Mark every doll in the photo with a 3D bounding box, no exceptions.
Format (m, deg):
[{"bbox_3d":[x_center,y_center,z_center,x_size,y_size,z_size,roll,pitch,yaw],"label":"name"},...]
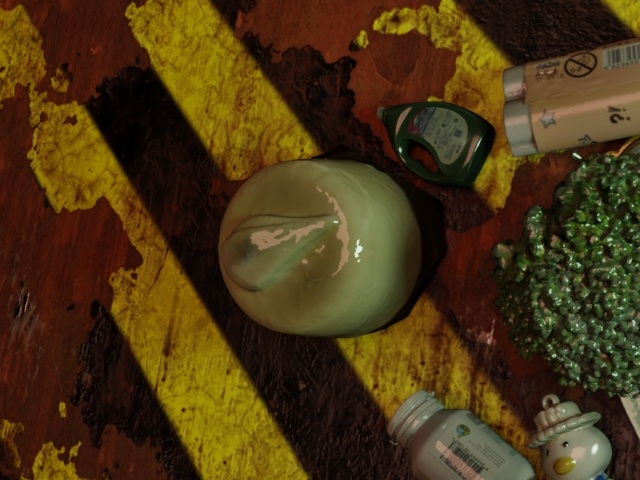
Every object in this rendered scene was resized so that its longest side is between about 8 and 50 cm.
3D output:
[{"bbox_3d":[0.393,0.356,1.369,0.138,0.119,0.293,-45,60,45],"label":"doll"}]

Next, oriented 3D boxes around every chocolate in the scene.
[{"bbox_3d":[0.000,0.000,1.546,0.314,0.297,0.326,35,94,23],"label":"chocolate"}]

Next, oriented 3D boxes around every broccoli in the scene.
[{"bbox_3d":[0.413,0.042,1.317,0.334,0.272,0.324,33,140,-7],"label":"broccoli"}]

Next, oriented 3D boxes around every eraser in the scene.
[{"bbox_3d":[0.435,-0.236,1.487,0.290,0.087,0.171,-10,55,23],"label":"eraser"}]

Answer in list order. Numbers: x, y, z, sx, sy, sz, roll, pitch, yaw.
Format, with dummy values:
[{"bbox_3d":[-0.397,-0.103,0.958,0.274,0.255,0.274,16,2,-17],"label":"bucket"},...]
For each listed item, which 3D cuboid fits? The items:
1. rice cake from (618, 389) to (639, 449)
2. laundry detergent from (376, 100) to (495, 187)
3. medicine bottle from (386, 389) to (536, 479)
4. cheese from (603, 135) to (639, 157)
[{"bbox_3d":[0.514,0.270,1.369,0.127,0.043,0.237,-28,66,18],"label":"rice cake"},{"bbox_3d":[0.182,-0.175,1.621,0.210,0.063,0.137,25,97,28],"label":"laundry detergent"},{"bbox_3d":[0.209,0.331,1.455,0.215,0.135,0.135,40,97,27],"label":"medicine bottle"},{"bbox_3d":[0.550,-0.085,1.415,0.270,0.069,0.177,12,84,28],"label":"cheese"}]
